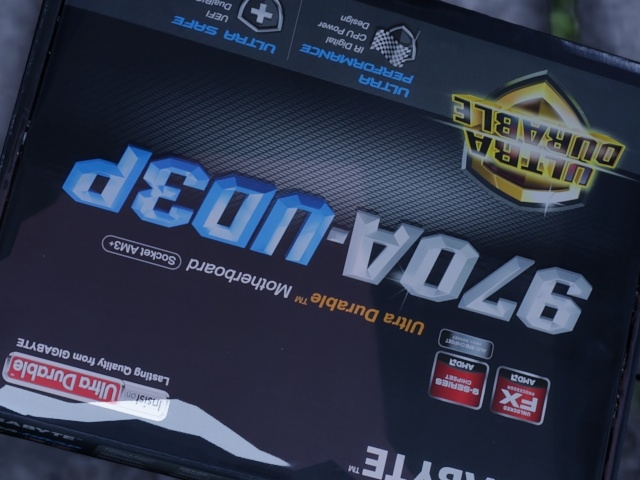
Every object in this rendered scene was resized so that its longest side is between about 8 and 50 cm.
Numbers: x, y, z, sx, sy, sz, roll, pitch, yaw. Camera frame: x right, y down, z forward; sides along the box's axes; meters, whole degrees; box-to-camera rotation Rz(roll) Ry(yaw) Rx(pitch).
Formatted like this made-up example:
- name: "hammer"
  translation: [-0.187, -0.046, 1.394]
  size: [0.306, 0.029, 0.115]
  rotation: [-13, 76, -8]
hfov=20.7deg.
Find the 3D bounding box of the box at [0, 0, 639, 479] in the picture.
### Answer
- name: "box"
  translation: [0.000, 0.000, 0.586]
  size: [0.220, 0.051, 0.175]
  rotation: [17, 75, -10]
